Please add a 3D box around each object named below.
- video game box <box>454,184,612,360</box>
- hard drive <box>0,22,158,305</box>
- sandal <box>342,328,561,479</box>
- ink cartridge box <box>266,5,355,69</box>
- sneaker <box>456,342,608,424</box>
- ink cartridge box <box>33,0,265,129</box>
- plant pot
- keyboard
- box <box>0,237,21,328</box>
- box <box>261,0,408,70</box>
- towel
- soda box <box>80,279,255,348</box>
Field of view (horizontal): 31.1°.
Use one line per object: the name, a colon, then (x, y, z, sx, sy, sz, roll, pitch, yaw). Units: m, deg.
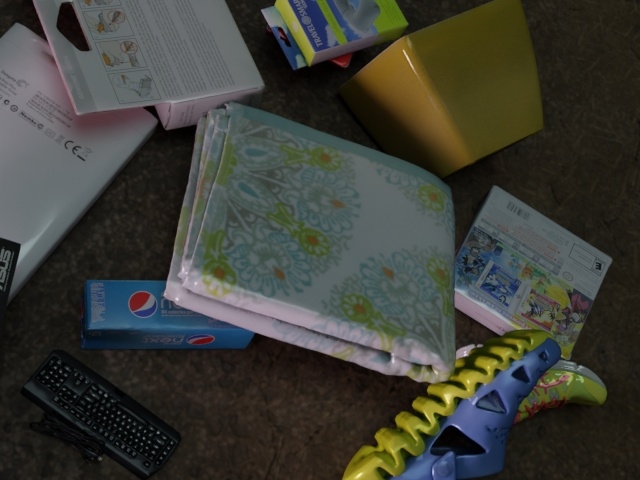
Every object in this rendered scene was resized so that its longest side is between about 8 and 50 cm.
video game box: (0.286, 0.050, 1.612, 0.205, 0.048, 0.187, 32, 59, -1)
hard drive: (-0.402, -0.093, 1.460, 0.233, 0.047, 0.353, 35, 60, 0)
sandal: (0.181, 0.236, 1.430, 0.317, 0.126, 0.138, -42, 92, -1)
ink cartridge box: (0.009, -0.347, 1.689, 0.134, 0.078, 0.231, 25, 61, -5)
sneaker: (0.276, 0.204, 1.525, 0.209, 0.081, 0.094, 10, 63, 0)
ink cartridge box: (-0.249, -0.282, 1.562, 0.261, 0.066, 0.296, -13, 62, -23)
plant pot: (0.188, -0.196, 1.614, 0.212, 0.212, 0.187, -26, 88, -26)
keyboard: (-0.264, 0.213, 1.369, 0.192, 0.038, 0.100, 34, 61, 1)
box: (-0.449, 0.084, 1.277, 0.183, 0.056, 0.231, 20, 55, -22)
box: (0.021, -0.313, 1.608, 0.178, 0.042, 0.109, -21, 75, -25)
towel: (0.000, 0.000, 1.473, 0.375, 0.090, 0.320, 18, 48, -13)
soda box: (-0.189, 0.093, 1.428, 0.210, 0.071, 0.067, 2, 64, -17)
